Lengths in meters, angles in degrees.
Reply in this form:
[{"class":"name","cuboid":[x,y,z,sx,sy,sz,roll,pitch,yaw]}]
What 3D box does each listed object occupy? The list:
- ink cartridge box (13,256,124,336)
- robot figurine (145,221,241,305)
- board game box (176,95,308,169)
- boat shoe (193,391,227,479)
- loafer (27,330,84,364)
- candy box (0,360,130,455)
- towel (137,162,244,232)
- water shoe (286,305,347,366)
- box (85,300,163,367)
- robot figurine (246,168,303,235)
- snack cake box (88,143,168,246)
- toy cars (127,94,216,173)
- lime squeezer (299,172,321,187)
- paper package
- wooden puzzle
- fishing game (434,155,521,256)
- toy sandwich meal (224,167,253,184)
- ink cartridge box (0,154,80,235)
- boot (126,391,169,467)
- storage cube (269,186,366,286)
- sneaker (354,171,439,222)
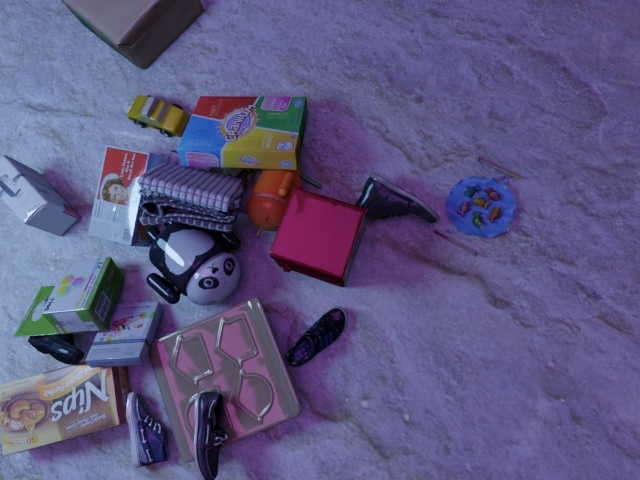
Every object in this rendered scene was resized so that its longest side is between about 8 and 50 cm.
[{"class":"ink cartridge box","cuboid":[-0.696,0.154,1.258,0.255,0.097,0.188,-6,44,4]},{"class":"robot figurine","cuboid":[-0.342,0.048,1.246,0.278,0.173,0.209,41,110,14]},{"class":"board game box","cuboid":[-0.206,-0.303,1.289,0.317,0.064,0.242,2,52,6]},{"class":"boat shoe","cuboid":[-0.260,0.470,1.119,0.065,0.075,0.206,-11,73,11]},{"class":"loafer","cuboid":[-0.702,0.274,1.251,0.223,0.076,0.078,7,45,35]},{"class":"candy box","cuboid":[-0.674,0.432,1.234,0.317,0.087,0.182,-16,74,1]},{"class":"towel","cuboid":[-0.325,-0.107,1.210,0.235,0.283,0.121,12,107,-8]},{"class":"water shoe","cuboid":[-0.006,0.255,1.211,0.073,0.080,0.203,42,84,13]},{"class":"box","cuboid":[-0.518,0.247,1.239,0.145,0.038,0.186,-4,40,5]},{"class":"robot figurine","cuboid":[-0.125,-0.116,1.273,0.158,0.128,0.219,-1,53,29]},{"class":"snack cake box","cuboid":[-0.545,-0.125,1.317,0.152,0.089,0.264,13,92,17]},{"class":"toy cars","cuboid":[-0.459,-0.301,1.387,0.177,0.087,0.393,-28,76,-1]},{"class":"lime squeezer","cuboid":[-0.110,-0.267,1.369,0.110,0.059,0.310,-16,72,-29]},{"class":"paper package","cuboid":[-0.602,-0.761,1.471,0.325,0.168,0.309,40,84,12]},{"class":"wooden puzzle","cuboid":[-0.252,0.359,1.218,0.348,0.080,0.322,-25,75,5]},{"class":"fishing game","cuboid":[0.439,-0.094,1.269,0.189,0.041,0.264,33,82,15]},{"class":"toy sandwich meal","cuboid":[-0.240,-0.202,1.370,0.086,0.029,0.085,-1,77,6]},{"class":"ink cartridge box","cuboid":[-0.837,-0.128,1.349,0.218,0.158,0.092,44,85,14]},{"class":"boot","cuboid":[-0.449,0.487,1.217,0.086,0.069,0.189,-10,84,-4]},{"class":"storage cube","cuboid":[0.000,0.000,1.219,0.193,0.183,0.214,17,78,8]},{"class":"sneaker","cuboid":[0.209,-0.083,1.281,0.222,0.083,0.118,31,101,5]}]
